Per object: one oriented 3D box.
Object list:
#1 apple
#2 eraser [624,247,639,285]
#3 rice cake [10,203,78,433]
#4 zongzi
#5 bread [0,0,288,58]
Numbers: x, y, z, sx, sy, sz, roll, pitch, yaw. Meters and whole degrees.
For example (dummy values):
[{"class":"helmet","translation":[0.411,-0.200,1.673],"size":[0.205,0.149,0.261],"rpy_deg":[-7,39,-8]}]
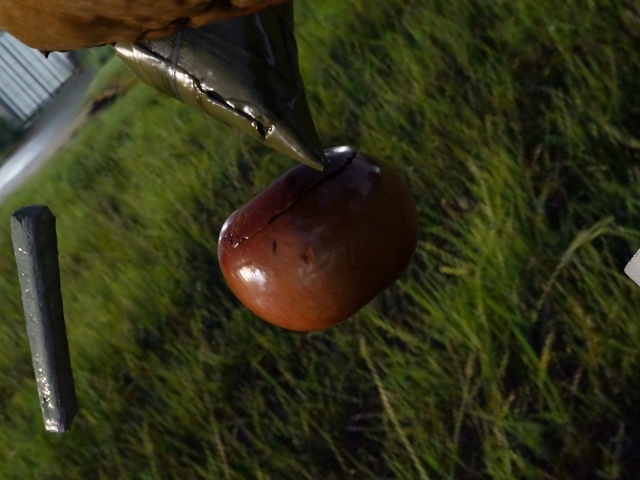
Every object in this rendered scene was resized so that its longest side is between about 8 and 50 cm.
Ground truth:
[{"class":"apple","translation":[0.000,0.000,1.346],"size":[0.272,0.206,0.251],"rpy_deg":[-36,5,-15]},{"class":"eraser","translation":[0.460,0.063,0.954],"size":[0.104,0.290,0.189],"rpy_deg":[-29,-24,-38]},{"class":"rice cake","translation":[-0.240,0.072,0.866],"size":[0.033,0.208,0.033],"rpy_deg":[-1,11,24]},{"class":"zongzi","translation":[-0.048,-0.233,1.052],"size":[0.251,0.274,0.125],"rpy_deg":[-60,-20,-2]},{"class":"bread","translation":[-0.053,-0.175,0.465],"size":[0.260,0.129,0.134],"rpy_deg":[-18,7,-15]}]
